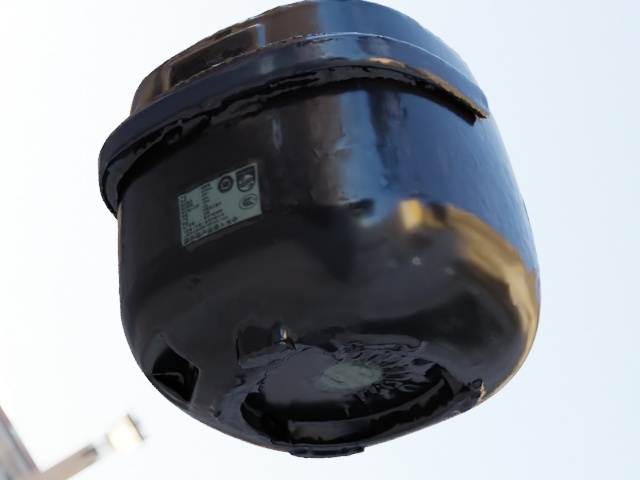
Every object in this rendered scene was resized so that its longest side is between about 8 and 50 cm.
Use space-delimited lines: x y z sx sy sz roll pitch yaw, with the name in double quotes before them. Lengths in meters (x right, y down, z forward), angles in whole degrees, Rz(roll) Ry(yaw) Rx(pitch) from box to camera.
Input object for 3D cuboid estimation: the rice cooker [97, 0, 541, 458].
"rice cooker" 0.000 0.000 1.126 0.267 0.267 0.224 93 -8 -61
